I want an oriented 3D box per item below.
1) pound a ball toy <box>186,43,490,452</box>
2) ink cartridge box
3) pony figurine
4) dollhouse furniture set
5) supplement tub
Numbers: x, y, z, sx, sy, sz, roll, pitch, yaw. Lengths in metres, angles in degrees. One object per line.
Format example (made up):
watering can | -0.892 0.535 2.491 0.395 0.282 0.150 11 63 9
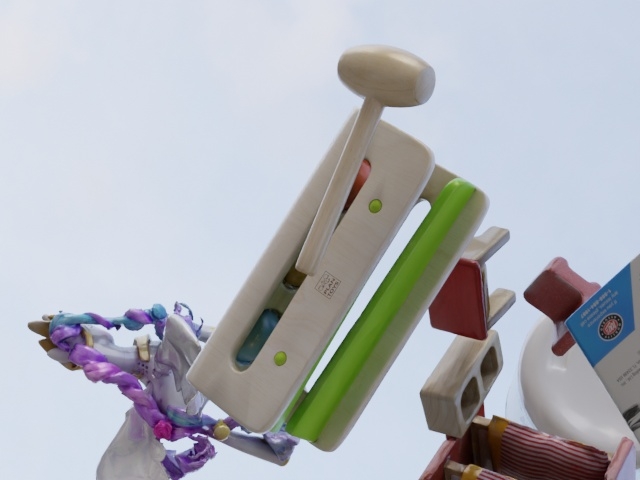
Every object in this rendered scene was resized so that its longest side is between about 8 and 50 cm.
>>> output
pound a ball toy | 0.000 0.000 0.992 0.135 0.208 0.319 33 -88 35
ink cartridge box | 0.295 0.096 0.855 0.148 0.085 0.203 -48 -127 30
pony figurine | -0.200 0.218 1.640 0.351 0.363 0.303 46 -66 48
dollhouse furniture set | 0.208 0.180 1.245 0.201 0.152 0.374 11 -48 29
supplement tub | 0.373 0.222 1.613 0.235 0.235 0.325 38 -15 17
